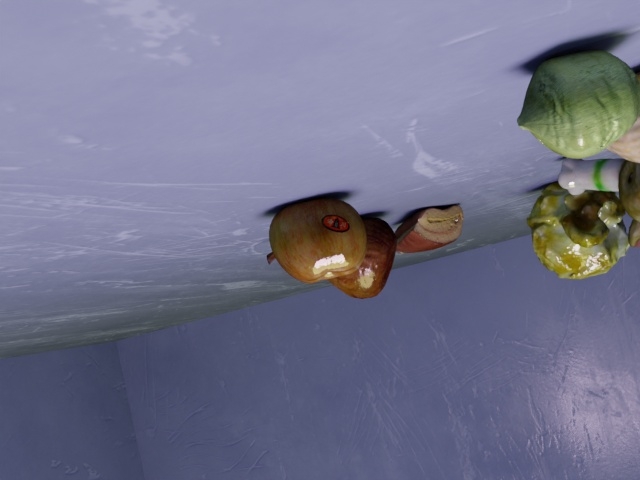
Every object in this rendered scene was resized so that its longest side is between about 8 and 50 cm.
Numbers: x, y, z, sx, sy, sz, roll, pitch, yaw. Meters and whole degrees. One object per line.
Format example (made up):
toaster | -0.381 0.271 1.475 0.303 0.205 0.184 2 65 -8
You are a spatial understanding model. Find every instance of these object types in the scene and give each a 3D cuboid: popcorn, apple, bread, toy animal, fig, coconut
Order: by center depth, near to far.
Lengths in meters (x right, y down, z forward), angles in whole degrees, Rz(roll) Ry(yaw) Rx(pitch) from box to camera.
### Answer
coconut | 0.199 -0.106 0.647 0.096 0.088 0.088 -19 174 2
apple | -0.002 0.001 1.062 0.126 0.102 0.126 -12 174 -1
toy animal | 0.471 -0.073 1.063 0.363 0.181 0.180 -23 -178 41
fig | 0.021 0.022 1.351 0.201 0.134 0.146 6 149 13
popcorn | 0.469 -0.021 1.481 0.198 0.198 0.212 -14 168 5
bread | 0.200 -0.018 1.487 0.119 0.067 0.192 -13 174 -6

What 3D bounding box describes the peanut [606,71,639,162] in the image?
peanut | 0.327 -0.124 0.734 0.087 0.087 0.206 -10 174 -28
